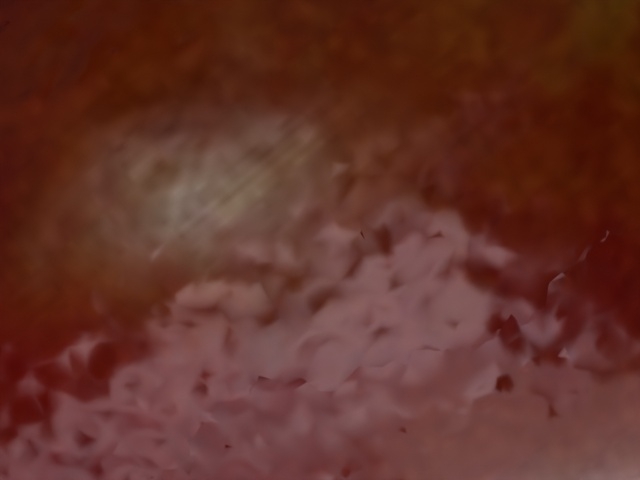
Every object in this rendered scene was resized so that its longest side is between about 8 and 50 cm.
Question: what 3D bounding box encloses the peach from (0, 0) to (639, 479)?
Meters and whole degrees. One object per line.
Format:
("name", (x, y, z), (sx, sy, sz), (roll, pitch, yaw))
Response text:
("peach", (0.000, 0.000, 0.497), (0.370, 0.370, 0.370), (-23, -172, 3))
